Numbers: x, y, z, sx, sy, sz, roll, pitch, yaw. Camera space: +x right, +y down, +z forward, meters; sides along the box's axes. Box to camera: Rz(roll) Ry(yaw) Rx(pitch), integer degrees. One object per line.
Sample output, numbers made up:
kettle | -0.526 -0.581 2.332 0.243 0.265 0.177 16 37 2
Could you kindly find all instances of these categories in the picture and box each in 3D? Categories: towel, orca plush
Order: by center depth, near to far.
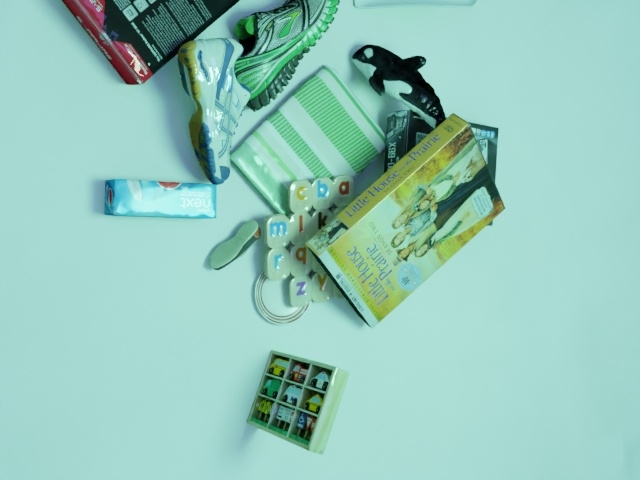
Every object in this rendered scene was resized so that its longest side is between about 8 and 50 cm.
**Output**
orca plush | 0.195 -0.353 1.871 0.151 0.287 0.102 -3 136 -44
towel | -0.016 -0.198 1.878 0.325 0.038 0.248 -48 112 -19

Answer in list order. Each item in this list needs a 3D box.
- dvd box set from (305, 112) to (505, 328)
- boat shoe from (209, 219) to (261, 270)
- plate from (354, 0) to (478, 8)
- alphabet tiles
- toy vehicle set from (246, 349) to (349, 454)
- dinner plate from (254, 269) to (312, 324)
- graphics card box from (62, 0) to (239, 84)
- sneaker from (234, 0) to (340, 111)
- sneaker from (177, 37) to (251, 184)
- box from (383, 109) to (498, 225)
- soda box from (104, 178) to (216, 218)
dvd box set | 0.196 -0.034 1.858 0.420 0.062 0.307 -41 136 -6
boat shoe | -0.176 0.016 1.786 0.137 0.049 0.043 -47 151 -20
plate | 0.219 -0.656 1.920 0.278 0.045 0.277 2 93 12
alphabet tiles | 0.000 0.000 1.868 0.284 0.021 0.277 -9 105 -34
toy vehicle set | -0.051 0.321 1.736 0.035 0.267 0.165 24 78 -29
dinner plate | -0.081 0.113 1.857 0.141 0.017 0.141 0 91 -30
graphics card box | -0.301 -0.503 1.662 0.371 0.094 0.232 -47 119 -19
sneaker | -0.082 -0.442 1.778 0.146 0.134 0.343 40 73 -24
sneaker | -0.190 -0.253 1.692 0.131 0.112 0.296 -18 123 -24
box | 0.283 -0.163 2.003 0.308 0.077 0.242 5 88 -38
soda box | -0.314 -0.081 1.691 0.210 0.067 0.071 1 91 -30
